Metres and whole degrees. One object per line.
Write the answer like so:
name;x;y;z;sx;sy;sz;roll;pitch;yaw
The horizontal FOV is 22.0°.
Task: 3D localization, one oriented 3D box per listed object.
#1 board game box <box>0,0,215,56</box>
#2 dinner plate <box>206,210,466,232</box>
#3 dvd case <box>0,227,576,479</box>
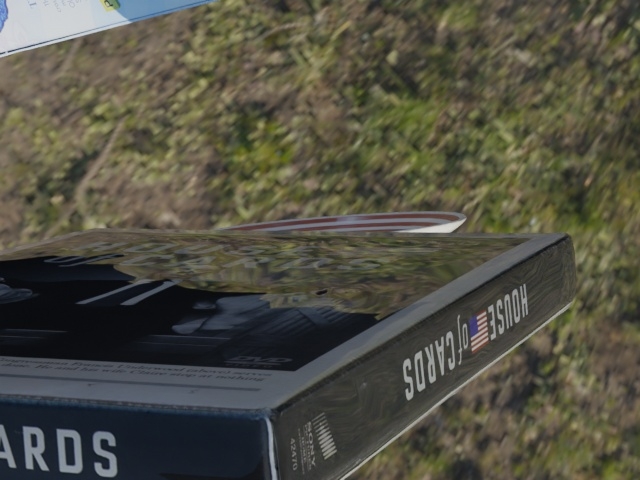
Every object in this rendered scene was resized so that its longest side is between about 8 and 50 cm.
board game box;-0.123;-0.268;0.837;0.318;0.066;0.318;-8;118;30
dinner plate;0.000;0.000;0.790;0.141;0.141;0.017;-2;94;21
dvd case;-0.045;0.025;0.455;0.179;0.239;0.029;1;99;22
